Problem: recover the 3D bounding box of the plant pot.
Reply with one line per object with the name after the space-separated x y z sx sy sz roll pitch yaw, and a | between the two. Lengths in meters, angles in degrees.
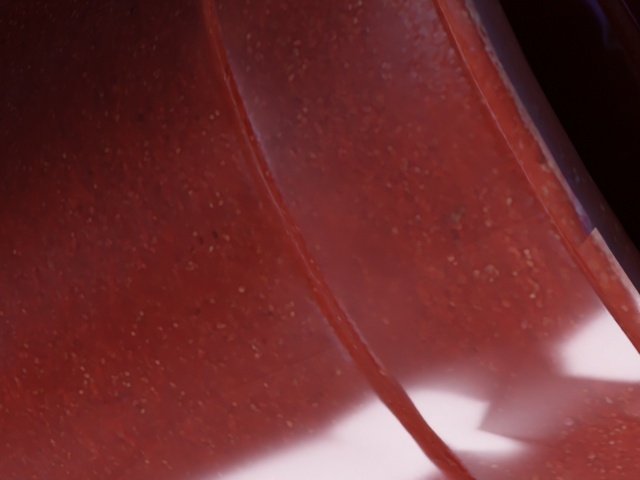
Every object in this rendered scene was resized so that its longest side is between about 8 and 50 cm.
0.000 0.000 0.516 0.265 0.272 0.272 -29 111 30 | plant pot
